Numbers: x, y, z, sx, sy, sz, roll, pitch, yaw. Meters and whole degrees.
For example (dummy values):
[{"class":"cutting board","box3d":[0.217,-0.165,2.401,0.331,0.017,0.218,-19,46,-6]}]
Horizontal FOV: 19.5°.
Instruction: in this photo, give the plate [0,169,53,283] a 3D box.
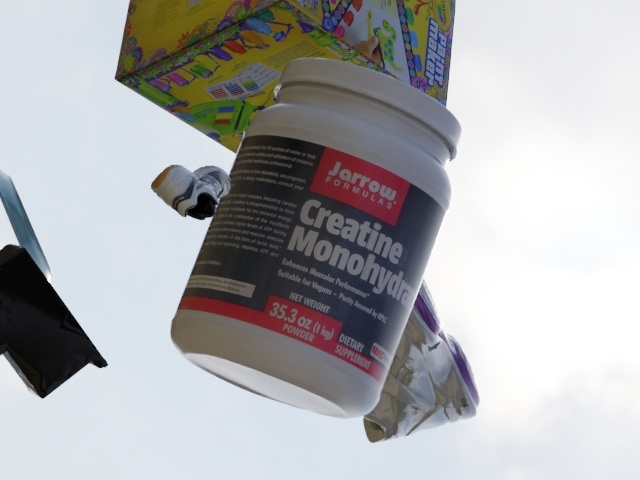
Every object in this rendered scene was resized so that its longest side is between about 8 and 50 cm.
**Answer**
[{"class":"plate","box3d":[-0.347,-0.014,2.173,0.188,0.024,0.188,156,-90,-81]}]

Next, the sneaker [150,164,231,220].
[{"class":"sneaker","box3d":[-0.080,-0.028,1.232,0.037,0.083,0.032,49,-68,16]}]

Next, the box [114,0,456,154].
[{"class":"box","box3d":[-0.039,-0.242,2.233,0.290,0.279,0.177,-20,-128,40]}]

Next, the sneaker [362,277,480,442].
[{"class":"sneaker","box3d":[0.053,0.105,1.835,0.114,0.152,0.305,-107,171,-46]}]

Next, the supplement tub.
[{"class":"supplement tub","box3d":[0.000,0.000,1.608,0.191,0.191,0.272,-11,-123,68]}]

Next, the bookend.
[{"class":"bookend","box3d":[-0.333,0.111,1.941,0.157,0.156,0.072,56,-16,-15]}]
